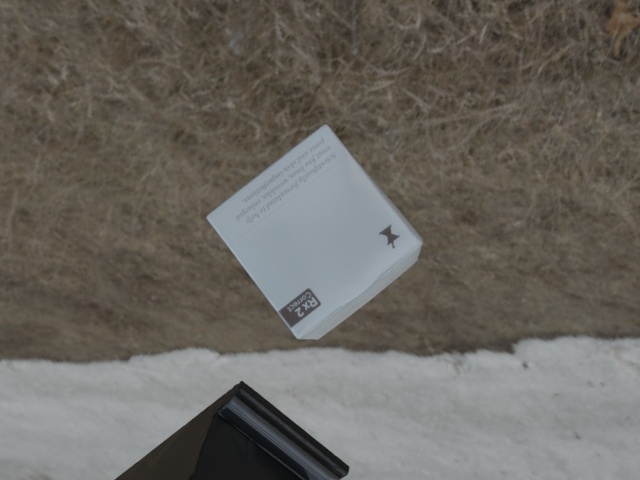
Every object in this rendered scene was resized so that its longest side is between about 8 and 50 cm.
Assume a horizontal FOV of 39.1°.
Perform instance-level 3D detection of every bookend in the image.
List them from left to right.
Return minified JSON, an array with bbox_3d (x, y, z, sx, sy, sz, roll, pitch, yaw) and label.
[{"bbox_3d":[-0.075,0.170,0.401,0.072,0.156,0.157,41,119,-15],"label":"bookend"}]

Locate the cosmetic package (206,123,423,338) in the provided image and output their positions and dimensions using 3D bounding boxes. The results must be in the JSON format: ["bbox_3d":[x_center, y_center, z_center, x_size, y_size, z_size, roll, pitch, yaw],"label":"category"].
[{"bbox_3d":[0.000,0.000,0.926,0.151,0.151,0.184,52,179,8],"label":"cosmetic package"}]
